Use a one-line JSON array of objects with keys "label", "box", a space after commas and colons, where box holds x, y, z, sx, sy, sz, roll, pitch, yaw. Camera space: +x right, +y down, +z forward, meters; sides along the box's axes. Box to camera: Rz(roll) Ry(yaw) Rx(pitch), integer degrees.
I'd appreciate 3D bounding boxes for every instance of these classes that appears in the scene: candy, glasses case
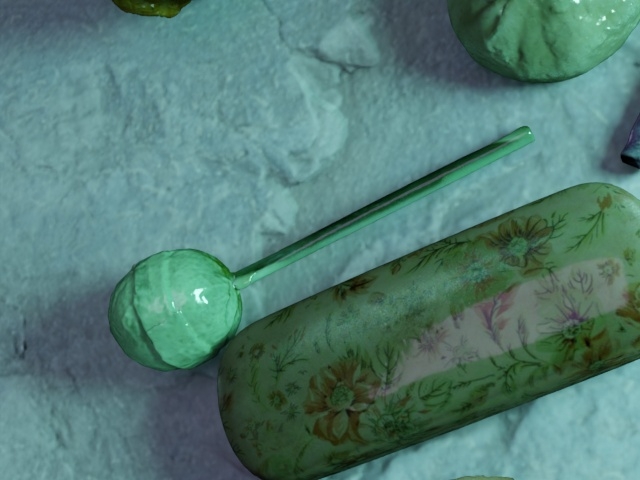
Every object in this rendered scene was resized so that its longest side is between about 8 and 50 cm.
[{"label": "candy", "box": [0.000, 0.000, 1.167, 0.440, 0.119, 0.119, -26, 66, 8]}, {"label": "glasses case", "box": [0.103, 0.086, 1.085, 0.425, 0.098, 0.157, -24, 69, 16]}]

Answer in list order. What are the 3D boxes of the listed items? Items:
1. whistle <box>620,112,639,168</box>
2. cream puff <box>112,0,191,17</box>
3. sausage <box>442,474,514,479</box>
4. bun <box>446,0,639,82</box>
[{"label": "whistle", "box": [0.314, -0.142, 1.092, 0.033, 0.033, 0.176, 25, 87, 28]}, {"label": "cream puff", "box": [-0.156, -0.339, 1.271, 0.244, 0.196, 0.244, -7, 71, 22]}, {"label": "sausage", "box": [0.110, 0.323, 1.003, 0.123, 0.123, 0.253, -11, 72, 21]}, {"label": "bun", "box": [0.202, -0.241, 1.126, 0.195, 0.118, 0.195, -6, 76, 24]}]
